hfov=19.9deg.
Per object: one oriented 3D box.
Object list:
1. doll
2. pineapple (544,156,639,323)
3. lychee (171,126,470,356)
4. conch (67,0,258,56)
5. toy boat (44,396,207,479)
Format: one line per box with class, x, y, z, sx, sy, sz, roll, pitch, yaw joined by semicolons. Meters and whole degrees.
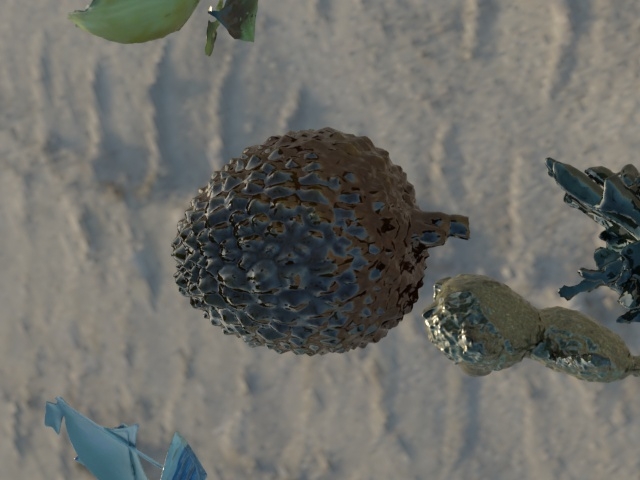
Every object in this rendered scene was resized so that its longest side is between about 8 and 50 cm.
doll;0.230;0.094;1.612;0.202;0.286;0.091;41;119;46
pineapple;0.260;0.013;1.133;0.340;0.169;0.169;14;119;50
lychee;0.000;0.000;1.442;0.238;0.200;0.200;-10;105;10
conch;-0.031;-0.121;0.445;0.170;0.105;0.079;-64;37;24
toy boat;-0.159;0.186;1.454;0.149;0.034;0.105;9;117;19
